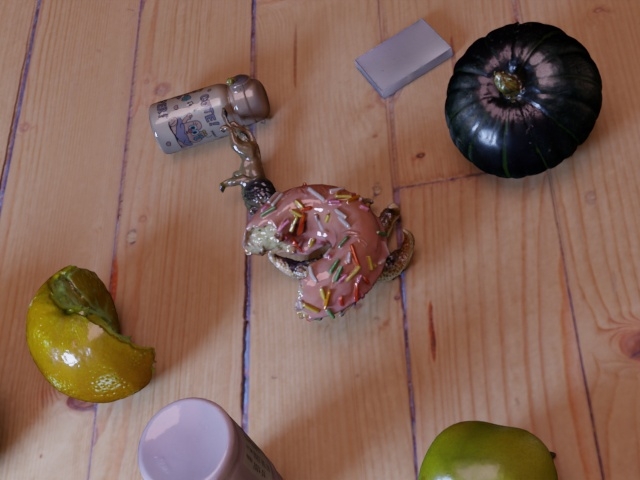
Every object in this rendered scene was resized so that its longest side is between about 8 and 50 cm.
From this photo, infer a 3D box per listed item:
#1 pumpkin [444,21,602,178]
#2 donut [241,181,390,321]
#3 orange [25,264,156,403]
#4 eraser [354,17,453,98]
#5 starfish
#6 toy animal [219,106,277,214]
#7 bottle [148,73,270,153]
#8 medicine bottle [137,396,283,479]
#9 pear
[{"bbox_3d":[0.309,-0.222,1.527,0.250,0.216,0.249,-3,83,26],"label":"pumpkin"},{"bbox_3d":[0.000,0.000,1.487,0.199,0.085,0.233,-36,54,-12],"label":"donut"},{"bbox_3d":[-0.369,0.156,1.522,0.158,0.179,0.237,-38,56,-11],"label":"orange"},{"bbox_3d":[0.150,-0.327,1.757,0.150,0.023,0.104,-32,54,-3],"label":"eraser"},{"bbox_3d":[0.033,0.029,1.546,0.216,0.071,0.238,9,52,29],"label":"starfish"},{"bbox_3d":[-0.137,-0.131,1.684,0.086,0.069,0.219,-27,76,18],"label":"toy animal"},{"bbox_3d":[-0.198,-0.234,1.758,0.209,0.110,0.097,-17,41,7],"label":"bottle"},{"bbox_3d":[-0.135,0.314,1.300,0.133,0.249,0.133,-9,55,13],"label":"medicine bottle"},{"bbox_3d":[0.225,0.302,1.255,0.180,0.166,0.216,-12,7,44],"label":"pear"}]
